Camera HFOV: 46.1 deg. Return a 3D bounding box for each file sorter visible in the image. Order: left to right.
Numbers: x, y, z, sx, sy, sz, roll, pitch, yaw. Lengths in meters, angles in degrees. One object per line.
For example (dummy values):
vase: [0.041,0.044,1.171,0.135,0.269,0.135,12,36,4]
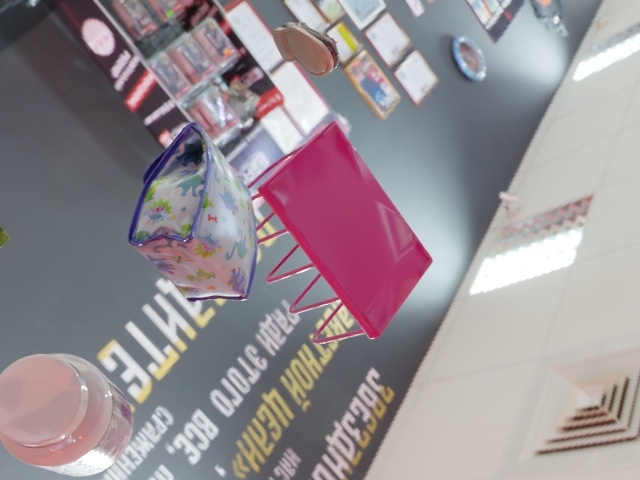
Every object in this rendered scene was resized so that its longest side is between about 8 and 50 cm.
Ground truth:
file sorter: [0.000,0.000,1.234,0.182,0.291,0.202,-22,-161,48]

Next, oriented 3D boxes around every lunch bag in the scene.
lunch bag: [-0.124,-0.029,0.794,0.096,0.129,0.151,-2,-122,22]

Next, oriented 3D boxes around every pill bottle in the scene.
pill bottle: [-0.397,0.270,1.164,0.169,0.169,0.301,-43,167,-17]

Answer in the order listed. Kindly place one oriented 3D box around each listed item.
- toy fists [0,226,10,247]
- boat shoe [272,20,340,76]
toy fists: [-0.632,-0.024,1.189,0.142,0.279,0.096,-50,155,-24]
boat shoe: [-0.010,-0.294,1.110,0.065,0.075,0.206,-28,-152,-11]
